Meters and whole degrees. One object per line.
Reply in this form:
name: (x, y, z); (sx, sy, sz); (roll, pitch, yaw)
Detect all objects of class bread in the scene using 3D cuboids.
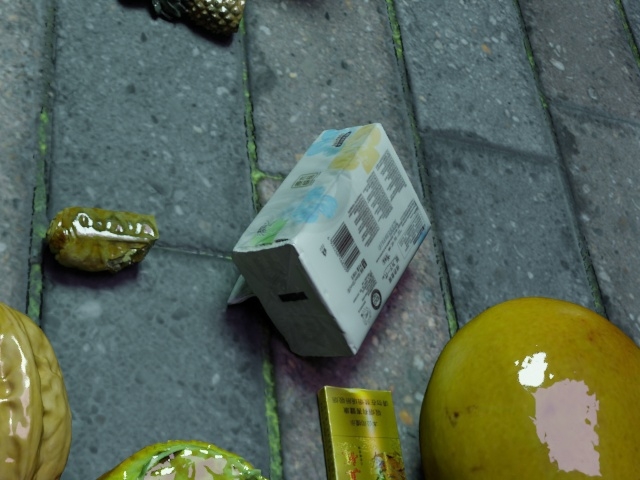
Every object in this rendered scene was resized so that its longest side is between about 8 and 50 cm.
bread: (-0.226, 0.000, 1.024); (0.110, 0.060, 0.066); (5, 85, -28)

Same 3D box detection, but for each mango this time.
mango: (0.264, 0.273, 1.014); (0.300, 0.232, 0.445); (-4, 67, -38)

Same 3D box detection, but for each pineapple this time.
pineapple: (-0.175, -0.312, 1.262); (0.159, 0.074, 0.074); (13, 53, -13)

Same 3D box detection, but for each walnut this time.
walnut: (-0.289, 0.142, 0.831); (0.159, 0.159, 0.206); (-3, 56, -32)

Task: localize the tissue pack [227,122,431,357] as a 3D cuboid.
tissue pack: (0.000, 0.000, 1.120); (0.159, 0.145, 0.229); (60, 43, -27)

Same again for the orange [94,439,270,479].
orange: (-0.146, 0.277, 0.815); (0.237, 0.158, 0.179); (-33, 85, -44)

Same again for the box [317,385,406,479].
box: (0.047, 0.230, 1.048); (0.089, 0.022, 0.156); (9, 55, -24)
